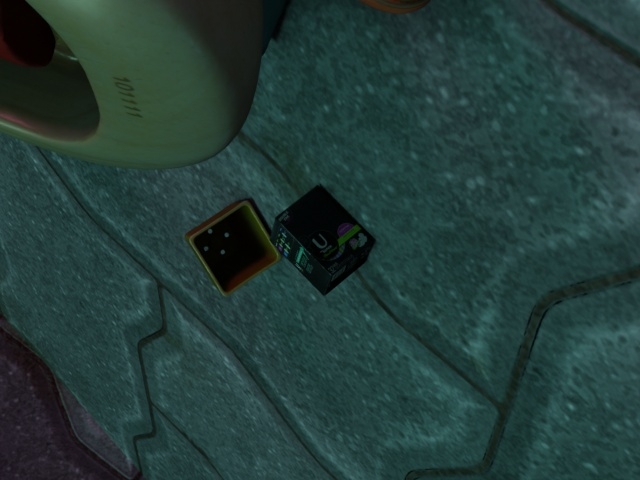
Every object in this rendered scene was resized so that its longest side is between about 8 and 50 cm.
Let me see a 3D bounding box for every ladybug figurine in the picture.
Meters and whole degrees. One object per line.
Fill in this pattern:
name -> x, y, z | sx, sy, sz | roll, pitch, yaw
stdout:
ladybug figurine -> -0.224, -0.201, 0.774 | 0.449, 0.162, 0.305 | 22, 154, 18

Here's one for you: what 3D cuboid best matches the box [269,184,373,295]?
box -> 0.000, 0.000, 1.150 | 0.083, 0.062, 0.052 | 46, 155, 14

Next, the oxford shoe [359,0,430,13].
oxford shoe -> -0.003, -0.266, 0.717 | 0.271, 0.097, 0.098 | 54, 149, -4

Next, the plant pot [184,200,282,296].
plant pot -> -0.108, 0.005, 1.324 | 0.081, 0.081, 0.083 | 60, 166, -16

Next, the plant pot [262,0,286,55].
plant pot -> -0.112, -0.244, 0.922 | 0.165, 0.165, 0.234 | 49, 145, 6
